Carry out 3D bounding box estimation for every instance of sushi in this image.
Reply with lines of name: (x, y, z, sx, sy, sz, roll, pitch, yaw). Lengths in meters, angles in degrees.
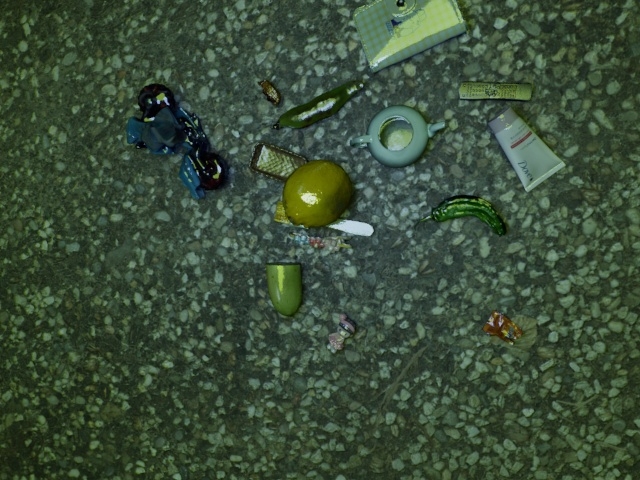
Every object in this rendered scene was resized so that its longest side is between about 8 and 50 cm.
sushi: (-0.165, -0.484, 1.781, 0.047, 0.050, 0.099, -41, 78, 6)

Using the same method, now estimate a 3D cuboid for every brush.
brush: (0.011, -0.063, 1.783, 0.337, 0.020, 0.085, 13, 95, 11)

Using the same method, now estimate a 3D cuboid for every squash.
squash: (-0.116, 0.159, 1.780, 0.123, 0.123, 0.186, -4, 96, 13)

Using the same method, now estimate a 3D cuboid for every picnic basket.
picnic basket: (-0.136, -0.251, 1.786, 0.194, 0.055, 0.110, 22, 99, 10)

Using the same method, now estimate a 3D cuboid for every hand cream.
hand cream: (0.601, -0.276, 1.618, 0.133, 0.083, 0.248, -39, 94, 14)

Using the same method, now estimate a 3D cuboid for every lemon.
lemon: (-0.011, -0.143, 1.680, 0.204, 0.204, 0.260, 39, 64, 8)

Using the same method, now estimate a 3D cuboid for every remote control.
remote control: (0.527, -0.452, 1.643, 0.212, 0.028, 0.059, 5, 98, 13)

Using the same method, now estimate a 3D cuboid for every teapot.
teapot: (0.234, -0.320, 1.663, 0.295, 0.129, 0.193, -7, 91, 13)

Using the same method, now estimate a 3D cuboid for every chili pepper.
chili pepper: (0.431, -0.079, 1.666, 0.279, 0.065, 0.122, 4, 90, 8)

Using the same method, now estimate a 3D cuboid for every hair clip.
hair clip: (-0.001, 0.006, 1.773, 0.214, 0.062, 0.056, 3, 64, 7)

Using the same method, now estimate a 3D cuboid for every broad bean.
broad bean: (-0.012, -0.422, 1.746, 0.339, 0.061, 0.077, -22, 77, 13)

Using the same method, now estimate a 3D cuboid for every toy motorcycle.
toy motorcycle: (-0.495, -0.315, 1.820, 0.232, 0.172, 0.416, -38, 94, 18)

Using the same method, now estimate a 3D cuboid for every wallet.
wallet: (0.269, -0.675, 1.669, 0.310, 0.077, 0.223, -20, 92, 14)

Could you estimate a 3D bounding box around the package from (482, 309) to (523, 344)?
package: (0.563, 0.275, 1.673, 0.111, 0.033, 0.077, 34, 109, 13)

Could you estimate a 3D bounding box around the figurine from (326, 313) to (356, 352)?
figurine: (0.065, 0.306, 1.779, 0.072, 0.054, 0.129, 39, 108, 23)
